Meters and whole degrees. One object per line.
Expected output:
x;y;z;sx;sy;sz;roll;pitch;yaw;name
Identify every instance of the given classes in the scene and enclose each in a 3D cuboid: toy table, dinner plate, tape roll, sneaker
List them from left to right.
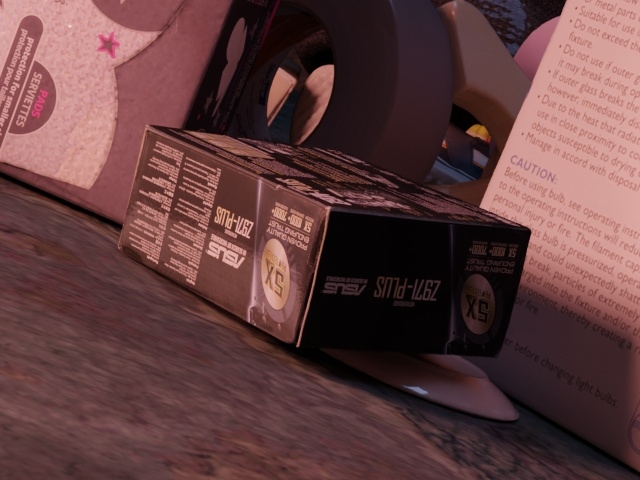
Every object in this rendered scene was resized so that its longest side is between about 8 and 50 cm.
-0.015;-0.106;1.414;0.219;0.219;0.072;27;7;37;tape roll
0.050;0.067;1.130;0.141;0.017;0.141;23;5;-2;dinner plate
0.088;-0.044;1.691;0.127;0.126;0.321;11;23;-34;sneaker
0.155;-0.044;1.435;0.161;0.252;0.274;10;53;-45;toy table

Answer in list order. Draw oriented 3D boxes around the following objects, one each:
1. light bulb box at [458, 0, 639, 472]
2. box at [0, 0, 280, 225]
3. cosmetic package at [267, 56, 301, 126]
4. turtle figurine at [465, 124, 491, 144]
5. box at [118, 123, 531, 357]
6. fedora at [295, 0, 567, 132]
0.313;-0.028;1.261;0.358;0.361;0.225;17;9;-44;light bulb box
-0.124;-0.149;1.268;0.163;0.247;0.142;23;5;7;box
-0.111;-0.155;1.866;0.160;0.113;0.309;34;7;-5;cosmetic package
0.132;-0.025;1.830;0.217;0.087;0.269;20;-20;26;turtle figurine
0.000;0.000;1.109;0.147;0.077;0.180;6;13;-40;box
0.149;-0.169;1.799;0.334;0.152;0.334;24;-13;6;fedora
